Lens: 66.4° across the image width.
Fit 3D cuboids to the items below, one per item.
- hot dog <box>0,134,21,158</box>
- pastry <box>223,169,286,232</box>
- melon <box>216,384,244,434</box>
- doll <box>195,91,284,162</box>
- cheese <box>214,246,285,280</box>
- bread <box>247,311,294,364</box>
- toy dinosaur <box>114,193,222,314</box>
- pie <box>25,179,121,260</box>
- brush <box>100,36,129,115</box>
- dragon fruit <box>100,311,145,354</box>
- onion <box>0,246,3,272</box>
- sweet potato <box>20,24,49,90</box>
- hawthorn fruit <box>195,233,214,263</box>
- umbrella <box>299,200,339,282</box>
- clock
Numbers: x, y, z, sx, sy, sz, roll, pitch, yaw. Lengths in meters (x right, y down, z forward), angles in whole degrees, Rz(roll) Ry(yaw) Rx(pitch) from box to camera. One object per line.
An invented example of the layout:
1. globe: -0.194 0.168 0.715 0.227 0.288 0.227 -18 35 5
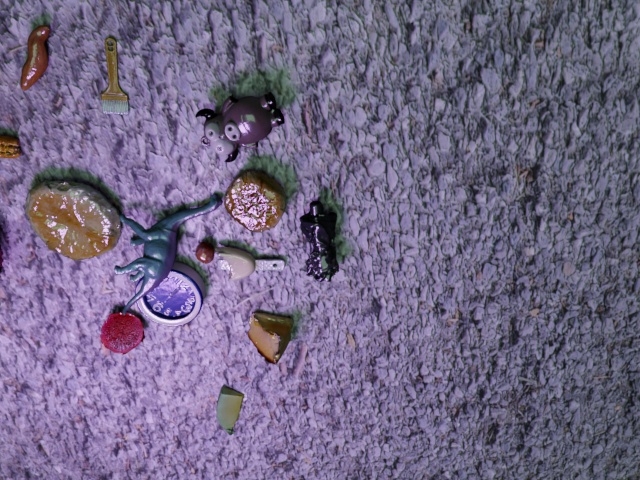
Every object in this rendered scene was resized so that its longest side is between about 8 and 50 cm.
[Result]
1. hot dog: -1.001 -0.289 1.486 0.165 0.045 0.071 5 118 -4
2. pastry: -0.206 -0.122 1.545 0.193 0.093 0.182 33 112 -11
3. melon: -0.365 0.688 1.978 0.114 0.053 0.261 -6 121 -18
4. doll: -0.237 -0.333 1.430 0.257 0.117 0.182 -23 119 8
5. cheese: -0.239 0.079 1.668 0.235 0.049 0.127 -1 115 -8
6. bread: -0.184 0.350 1.737 0.169 0.160 0.140 11 115 -6
7. toy dinosaur: -0.474 0.043 1.569 0.331 0.129 0.383 -2 86 5
8. pie: -0.795 -0.063 1.583 0.307 0.071 0.306 1 119 2
9. brush: -0.603 -0.473 1.418 0.083 0.010 0.218 5 115 -2
10. dragon fruit: -0.720 0.337 1.772 0.153 0.153 0.111 37 153 -17
11. onion: -1.218 0.054 1.537 0.385 0.348 0.347 6 122 35
12. sweet potato: -0.801 -0.511 1.377 0.055 0.058 0.202 39 112 29
13. hawthorn fruit: -0.380 0.025 1.636 0.067 0.067 0.103 20 103 -10
14. umbrella: 0.001 0.001 1.605 0.122 0.110 0.272 -5 111 3
15. clock: -0.520 0.186 1.703 0.231 0.083 0.230 0 114 0
